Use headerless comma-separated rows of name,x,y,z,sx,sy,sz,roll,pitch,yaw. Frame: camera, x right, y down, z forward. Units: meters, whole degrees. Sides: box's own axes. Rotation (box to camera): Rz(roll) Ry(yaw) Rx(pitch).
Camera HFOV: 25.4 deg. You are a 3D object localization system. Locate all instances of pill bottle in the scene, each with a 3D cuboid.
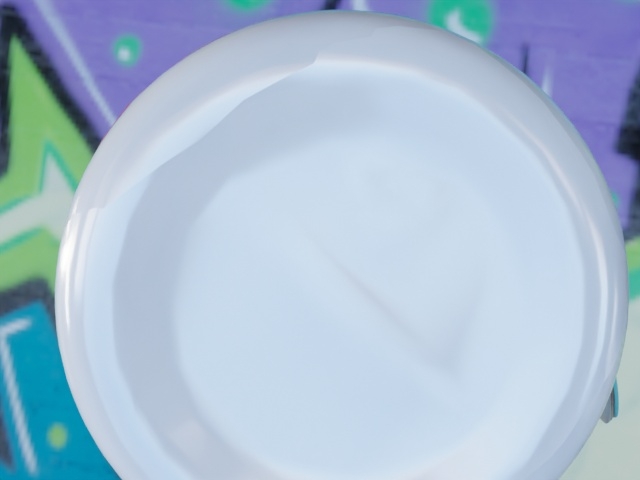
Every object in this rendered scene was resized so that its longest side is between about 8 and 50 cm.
pill bottle,0.000,0.000,0.672,0.210,0.210,0.363,7,-173,-4

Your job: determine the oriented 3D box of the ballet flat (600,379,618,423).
ballet flat,0.231,0.080,1.276,0.068,0.213,0.072,-7,-143,2
